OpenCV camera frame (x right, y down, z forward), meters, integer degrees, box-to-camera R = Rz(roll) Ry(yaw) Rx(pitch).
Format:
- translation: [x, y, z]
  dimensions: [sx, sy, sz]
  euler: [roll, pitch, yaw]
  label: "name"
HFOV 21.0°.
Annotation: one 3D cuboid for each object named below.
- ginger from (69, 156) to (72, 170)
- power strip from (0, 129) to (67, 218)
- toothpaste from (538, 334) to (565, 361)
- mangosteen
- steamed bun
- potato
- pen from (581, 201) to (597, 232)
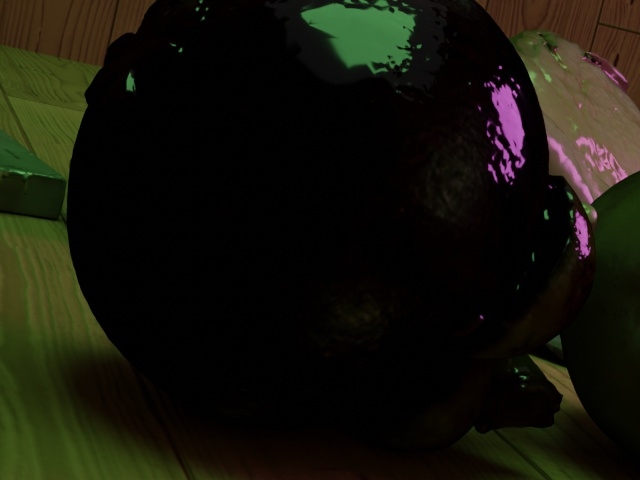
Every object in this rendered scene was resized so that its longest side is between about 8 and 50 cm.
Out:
- translation: [-0.158, -0.068, 1.624]
  dimensions: [0.190, 0.126, 0.354]
  euler: [18, 12, 6]
  label: "ginger"
- translation: [-0.345, -0.085, 1.693]
  dimensions: [0.106, 0.043, 0.367]
  euler: [10, 9, -26]
  label: "power strip"
- translation: [0.205, 0.077, 1.506]
  dimensions: [0.266, 0.061, 0.096]
  euler: [28, 13, 33]
  label: "toothpaste"
- translation: [0.016, -0.009, 1.039]
  dimensions: [0.347, 0.307, 0.307]
  euler: [42, -2, -21]
  label: "mangosteen"
- translation: [0.212, -0.048, 1.711]
  dimensions: [0.372, 0.230, 0.325]
  euler: [8, 47, -53]
  label: "steamed bun"
- translation: [0.283, 0.053, 1.180]
  dimensions: [0.243, 0.221, 0.326]
  euler: [1, 19, -5]
  label: "potato"
- translation: [0.142, 0.045, 1.178]
  dimensions: [0.040, 0.032, 0.233]
  euler: [11, -34, -11]
  label: "pen"
